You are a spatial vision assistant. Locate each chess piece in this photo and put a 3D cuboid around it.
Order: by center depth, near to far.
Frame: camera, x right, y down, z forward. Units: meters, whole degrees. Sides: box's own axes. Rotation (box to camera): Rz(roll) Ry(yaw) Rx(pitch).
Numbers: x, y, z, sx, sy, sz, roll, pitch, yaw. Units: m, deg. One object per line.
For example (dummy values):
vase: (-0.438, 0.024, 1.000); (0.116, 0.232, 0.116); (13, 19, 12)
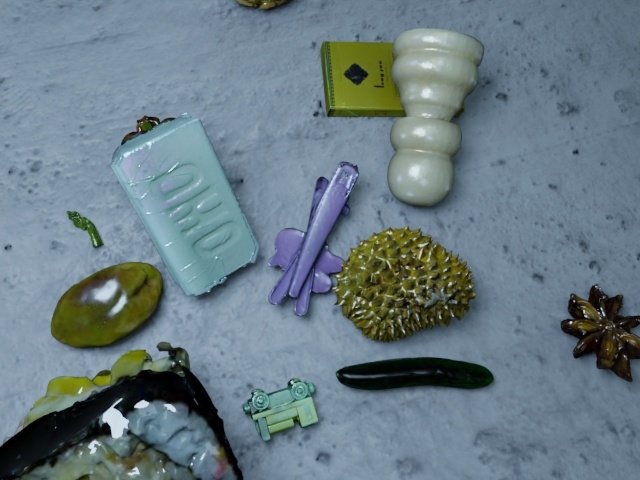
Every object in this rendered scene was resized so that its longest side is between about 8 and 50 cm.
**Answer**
chess piece: (0.194, -0.212, 1.016); (0.167, 0.167, 0.300); (8, 90, -6)

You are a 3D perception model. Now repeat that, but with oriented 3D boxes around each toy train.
toy train: (-0.062, 0.271, 0.906); (0.122, 0.050, 0.081); (-15, 83, -14)

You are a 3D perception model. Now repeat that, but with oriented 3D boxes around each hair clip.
hair clip: (-0.003, -0.002, 0.984); (0.137, 0.090, 0.278); (27, 78, -13)

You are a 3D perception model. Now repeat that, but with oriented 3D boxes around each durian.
durian: (0.145, 0.078, 0.945); (0.249, 0.138, 0.183); (-16, 114, -6)

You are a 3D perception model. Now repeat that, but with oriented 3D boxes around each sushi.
sushi: (-0.263, 0.331, 0.752); (0.328, 0.285, 0.329); (-35, 102, -11)

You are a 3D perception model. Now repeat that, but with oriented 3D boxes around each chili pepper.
chili pepper: (-0.401, -0.022, 0.958); (0.027, 0.022, 0.083); (-42, 87, -19)

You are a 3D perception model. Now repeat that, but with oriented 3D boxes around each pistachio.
pistachio: (-0.335, 0.106, 0.886); (0.189, 0.100, 0.110); (-27, 75, -17)

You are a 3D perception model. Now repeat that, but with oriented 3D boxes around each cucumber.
cucumber: (0.161, 0.227, 0.950); (0.284, 0.056, 0.056); (3, 73, -11)

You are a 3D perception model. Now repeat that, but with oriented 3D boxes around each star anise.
star anise: (0.536, 0.185, 1.000); (0.177, 0.073, 0.234); (-36, 65, -25)

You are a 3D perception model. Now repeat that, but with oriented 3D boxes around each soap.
soap: (-0.212, -0.053, 0.894); (0.150, 0.094, 0.261); (-29, 116, -14)

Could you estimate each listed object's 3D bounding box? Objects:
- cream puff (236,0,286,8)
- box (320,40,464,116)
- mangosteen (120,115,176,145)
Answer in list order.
cream puff: (-0.116, -0.549, 1.107); (0.189, 0.129, 0.189); (1, 81, -4)
box: (0.144, -0.324, 1.121); (0.279, 0.041, 0.153); (-2, 75, -9)
mangosteen: (-0.273, -0.153, 0.949); (0.137, 0.151, 0.137); (-2, 57, 4)
